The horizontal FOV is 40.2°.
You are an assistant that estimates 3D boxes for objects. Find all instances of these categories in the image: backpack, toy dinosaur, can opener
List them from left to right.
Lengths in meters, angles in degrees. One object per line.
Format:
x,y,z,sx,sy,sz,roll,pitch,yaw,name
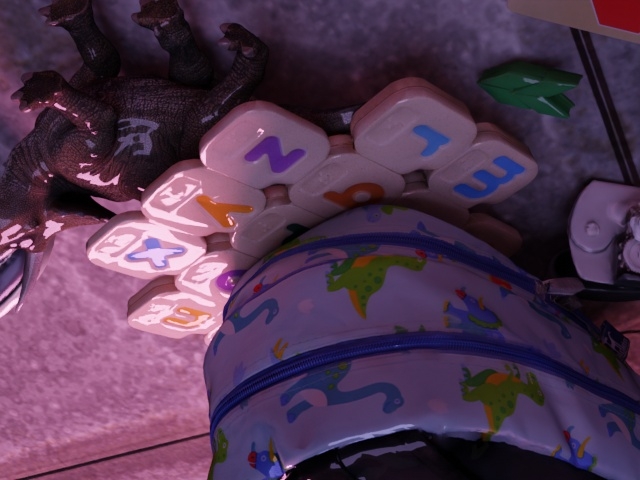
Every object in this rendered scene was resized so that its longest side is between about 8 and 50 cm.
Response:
-0.098,-0.073,0.575,0.314,0.121,0.160,-13,144,-2,toy dinosaur
0.080,0.139,0.589,0.290,0.273,0.356,-30,150,34,backpack
0.303,0.014,0.608,0.281,0.074,0.093,8,164,4,can opener

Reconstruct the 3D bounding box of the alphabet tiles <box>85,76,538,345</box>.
0.000,0.000,0.597,0.278,0.021,0.284,21,134,-42,alphabet tiles

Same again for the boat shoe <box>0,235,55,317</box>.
-0.316,0.026,0.687,0.255,0.095,0.079,-15,137,31,boat shoe

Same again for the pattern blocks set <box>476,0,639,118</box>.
0.180,-0.183,0.440,0.286,0.026,0.324,24,140,8,pattern blocks set
